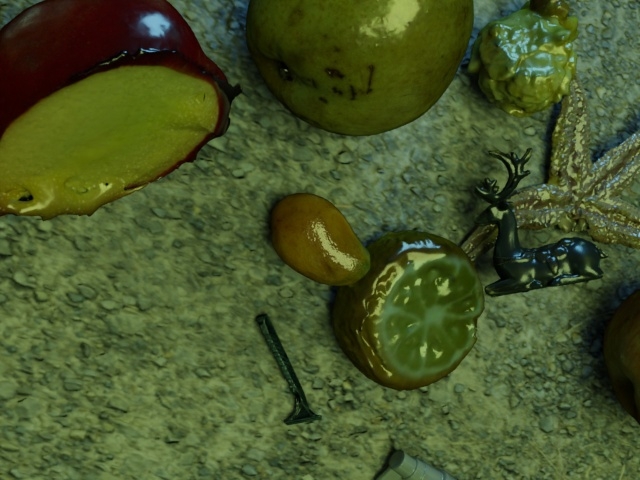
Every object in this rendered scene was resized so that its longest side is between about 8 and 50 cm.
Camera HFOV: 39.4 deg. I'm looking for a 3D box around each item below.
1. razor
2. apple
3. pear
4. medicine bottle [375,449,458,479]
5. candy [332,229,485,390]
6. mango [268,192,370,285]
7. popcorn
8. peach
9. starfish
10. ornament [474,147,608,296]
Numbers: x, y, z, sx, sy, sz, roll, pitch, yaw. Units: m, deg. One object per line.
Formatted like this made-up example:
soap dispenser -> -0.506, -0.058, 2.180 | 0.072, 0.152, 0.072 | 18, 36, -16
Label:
razor -> -0.057, 0.200, 1.400 | 0.066, 0.033, 0.190 | -16, 106, 23
apple -> 0.629, 0.223, 1.580 | 0.249, 0.277, 0.310 | 0, 74, -11
pear -> 0.045, -0.294, 1.210 | 0.303, 0.304, 0.304 | -4, 101, -23
medicine bottle -> 0.195, 0.437, 1.537 | 0.220, 0.061, 0.092 | 38, 102, -24
candy -> 0.143, 0.112, 1.424 | 0.259, 0.118, 0.260 | -6, 104, -24
mango -> -0.006, 0.003, 1.338 | 0.115, 0.089, 0.165 | -35, 94, 9
popcorn -> 0.336, -0.298, 1.408 | 0.195, 0.168, 0.173 | -43, 140, -8
peach -> -0.306, -0.181, 1.133 | 0.361, 0.201, 0.258 | -33, 149, -1
starfish -> 0.466, -0.102, 1.518 | 0.397, 0.132, 0.384 | 16, 94, -1
ornament -> 0.343, -0.039, 1.428 | 0.202, 0.080, 0.236 | -11, 89, 6
